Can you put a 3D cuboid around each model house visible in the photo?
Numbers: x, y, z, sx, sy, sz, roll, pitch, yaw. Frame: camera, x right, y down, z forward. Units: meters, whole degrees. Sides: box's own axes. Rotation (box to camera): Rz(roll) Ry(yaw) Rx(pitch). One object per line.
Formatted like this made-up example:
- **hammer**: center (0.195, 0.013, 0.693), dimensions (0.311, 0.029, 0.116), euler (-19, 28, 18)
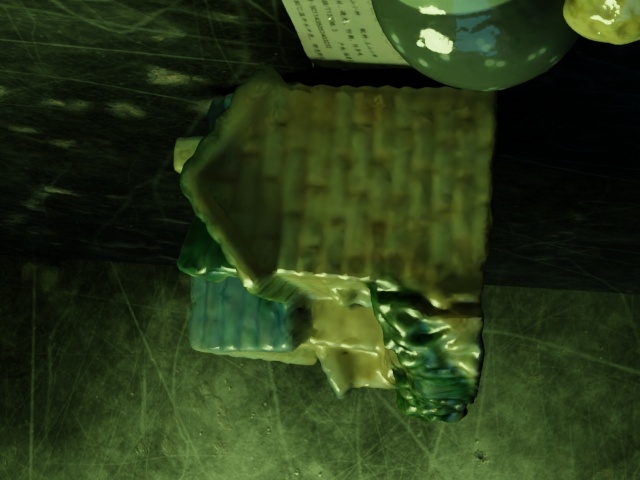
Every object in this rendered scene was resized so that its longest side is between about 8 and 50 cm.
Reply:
- **model house**: center (0.000, 0.000, 1.547), dimensions (0.400, 0.395, 0.445), euler (7, 174, 5)

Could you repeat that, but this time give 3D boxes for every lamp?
- **lamp**: center (0.100, -0.227, 0.988), dimensions (0.182, 0.182, 0.314), euler (-1, 165, 27)

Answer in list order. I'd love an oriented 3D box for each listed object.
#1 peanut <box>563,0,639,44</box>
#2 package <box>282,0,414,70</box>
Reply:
- **peanut**: center (0.269, -0.226, 0.931), dimensions (0.229, 0.103, 0.098), euler (-30, 177, 16)
- **package**: center (0.073, -0.220, 1.322), dimensions (0.204, 0.062, 0.251), euler (0, 163, 21)
